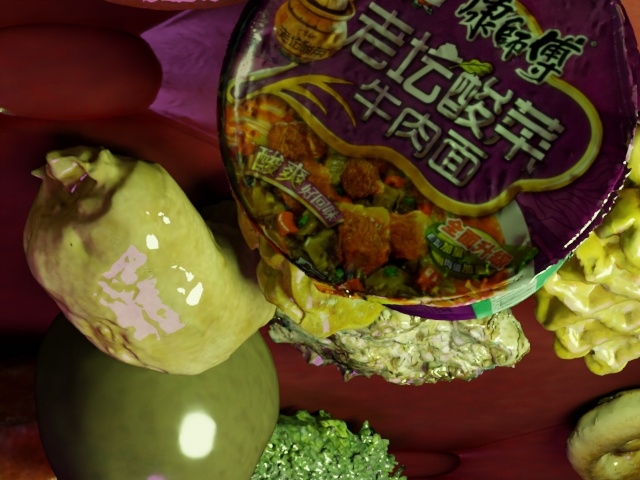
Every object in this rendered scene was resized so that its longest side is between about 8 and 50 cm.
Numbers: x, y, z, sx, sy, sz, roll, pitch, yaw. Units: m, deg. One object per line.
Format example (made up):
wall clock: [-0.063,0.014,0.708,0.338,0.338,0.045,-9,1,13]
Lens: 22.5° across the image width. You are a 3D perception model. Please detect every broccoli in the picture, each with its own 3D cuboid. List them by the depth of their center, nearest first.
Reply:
broccoli: [-0.125,0.301,1.913,0.397,0.275,0.353,11,144,24]

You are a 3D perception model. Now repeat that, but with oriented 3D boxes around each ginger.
ginger: [-0.139,0.020,1.284,0.138,0.152,0.267,-7,154,32]

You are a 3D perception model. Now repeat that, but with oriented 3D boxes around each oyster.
oyster: [0.069,0.084,1.521,0.259,0.092,0.198,-5,153,13]

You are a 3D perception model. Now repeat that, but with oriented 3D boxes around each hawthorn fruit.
hawthorn fruit: [-0.277,0.220,1.660,0.271,0.242,0.242,-20,160,-12]

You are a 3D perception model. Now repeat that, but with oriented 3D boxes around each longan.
longan: [-0.142,0.150,1.444,0.248,0.248,0.248,-2,157,-1]

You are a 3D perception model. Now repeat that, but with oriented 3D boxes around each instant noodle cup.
instant noodle cup: [0.075,-0.060,1.010,0.251,0.251,0.190,-6,165,8]

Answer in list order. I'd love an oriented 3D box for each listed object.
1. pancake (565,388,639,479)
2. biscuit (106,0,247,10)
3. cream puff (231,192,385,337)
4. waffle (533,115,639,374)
pancake: [0.496,0.238,1.933,0.382,0.071,0.382,-1,157,0]
biscuit: [-0.120,-0.186,0.938,0.144,0.033,0.224,-12,154,22]
cream puff: [0.000,0.000,1.290,0.116,0.146,0.146,30,-179,40]
waffle: [0.318,-0.010,1.241,0.324,0.151,0.261,-15,149,19]
